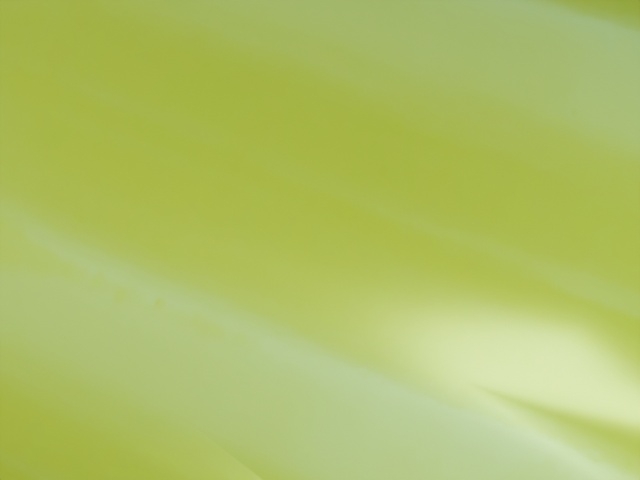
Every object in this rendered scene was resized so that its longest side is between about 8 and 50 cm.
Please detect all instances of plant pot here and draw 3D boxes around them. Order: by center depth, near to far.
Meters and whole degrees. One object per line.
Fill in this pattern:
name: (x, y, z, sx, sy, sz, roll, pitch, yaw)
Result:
plant pot: (0.000, 0.000, 0.418, 0.239, 0.254, 0.254, 22, 100, -24)
